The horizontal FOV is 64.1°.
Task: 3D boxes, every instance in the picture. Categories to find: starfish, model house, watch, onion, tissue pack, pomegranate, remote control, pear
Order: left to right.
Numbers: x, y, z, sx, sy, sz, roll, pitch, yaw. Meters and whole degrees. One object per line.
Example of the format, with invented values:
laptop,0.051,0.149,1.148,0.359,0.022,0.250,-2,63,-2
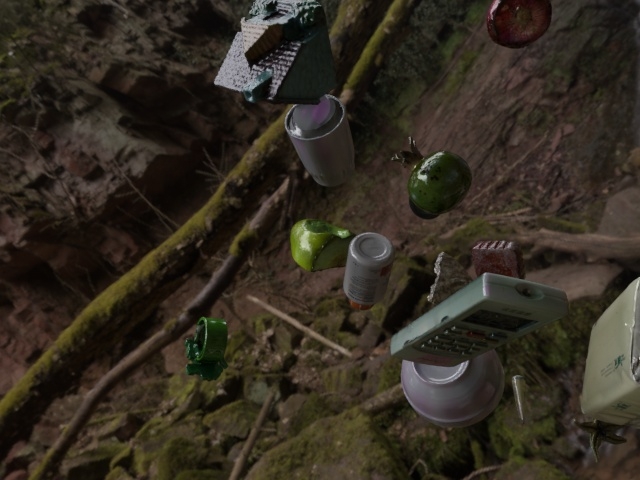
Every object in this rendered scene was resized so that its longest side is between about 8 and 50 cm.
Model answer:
watch,-0.328,0.320,1.546,0.131,0.165,0.152,14,-56,-27
model house,-0.144,-0.451,1.280,0.249,0.281,0.229,-39,-46,-28
pear,0.000,0.000,2.045,0.292,0.293,0.159,-22,-51,-60
pomegranate,0.302,-0.180,1.395,0.181,0.224,0.181,-42,-9,-8
remote control,0.247,0.149,0.870,0.344,0.145,0.050,122,158,-58
onion,0.478,-0.552,1.251,0.150,0.150,0.140,-54,15,29
starfish,0.879,0.584,1.609,0.050,0.224,0.216,-22,52,65
tissue pack,0.846,0.307,1.332,0.380,0.207,0.297,76,-149,-58

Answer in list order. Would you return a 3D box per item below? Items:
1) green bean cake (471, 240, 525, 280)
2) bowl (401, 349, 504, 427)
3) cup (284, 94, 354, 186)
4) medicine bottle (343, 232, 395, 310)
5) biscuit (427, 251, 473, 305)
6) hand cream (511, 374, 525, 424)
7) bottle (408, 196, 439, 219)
green bean cake,0.513,0.065,1.469,0.135,0.135,0.056,2,30,41
bowl,0.350,0.353,1.412,0.287,0.287,0.143,-44,-45,-9
cup,0.018,-0.420,2.201,0.253,0.253,0.371,-43,-34,-12
medicine bottle,0.163,0.121,1.784,0.157,0.157,0.288,-37,-31,-33
biscuit,0.388,0.129,1.488,0.032,0.133,0.250,-64,-3,36
hand cream,0.605,0.480,1.541,0.061,0.039,0.143,65,-155,-60
bottle,0.433,-0.170,1.892,0.156,0.143,0.271,-50,-9,36
